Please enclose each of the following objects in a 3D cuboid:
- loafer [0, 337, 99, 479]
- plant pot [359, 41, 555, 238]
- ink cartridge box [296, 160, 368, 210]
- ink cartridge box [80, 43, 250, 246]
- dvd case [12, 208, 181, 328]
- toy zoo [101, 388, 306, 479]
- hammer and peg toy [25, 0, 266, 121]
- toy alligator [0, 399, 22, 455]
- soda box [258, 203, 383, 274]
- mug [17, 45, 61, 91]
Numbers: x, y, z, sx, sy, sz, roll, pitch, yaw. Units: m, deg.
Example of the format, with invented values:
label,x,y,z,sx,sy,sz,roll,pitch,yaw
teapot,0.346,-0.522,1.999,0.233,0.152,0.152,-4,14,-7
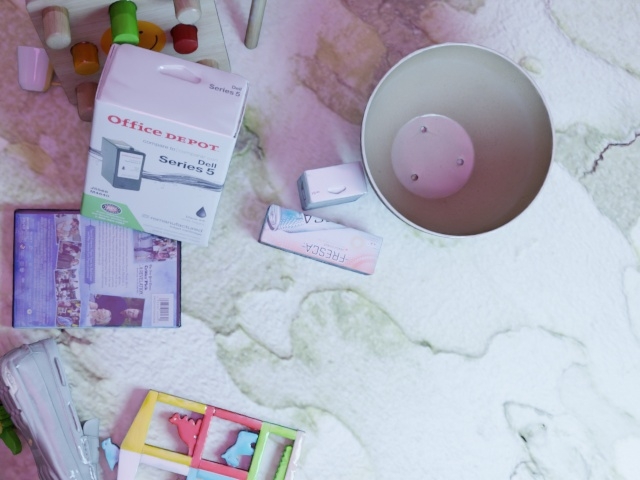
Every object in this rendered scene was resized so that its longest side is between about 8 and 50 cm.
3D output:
label,x,y,z,sx,sy,sz,roll,pitch,yaw
loafer,-0.366,0.296,1.802,0.111,0.112,0.320,-27,97,-29
plant pot,0.188,-0.139,1.855,0.284,0.191,0.284,0,87,-6
ink cartridge box,0.016,-0.082,1.865,0.088,0.122,0.052,-11,88,-8
ink cartridge box,-0.226,-0.129,1.756,0.198,0.273,0.115,14,54,-5
dvd case,-0.336,0.043,1.866,0.252,0.022,0.181,0,86,-7
toy zoo,-0.187,0.343,1.860,0.293,0.030,0.192,17,85,-6
hammer and peg toy,-0.215,-0.299,1.779,0.361,0.266,0.127,-11,62,-1
toy alligator,-0.490,0.230,1.823,0.051,0.056,0.190,-21,89,33
soda box,0.000,0.000,1.891,0.183,0.058,0.063,17,85,-6
mug,-0.421,-0.256,1.856,0.078,0.062,0.064,7,93,0
